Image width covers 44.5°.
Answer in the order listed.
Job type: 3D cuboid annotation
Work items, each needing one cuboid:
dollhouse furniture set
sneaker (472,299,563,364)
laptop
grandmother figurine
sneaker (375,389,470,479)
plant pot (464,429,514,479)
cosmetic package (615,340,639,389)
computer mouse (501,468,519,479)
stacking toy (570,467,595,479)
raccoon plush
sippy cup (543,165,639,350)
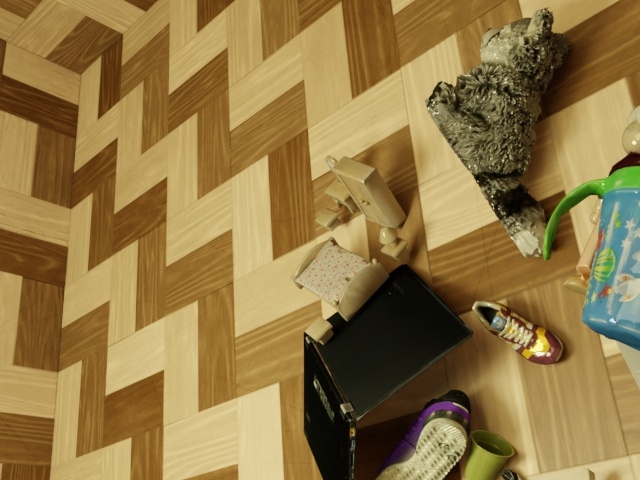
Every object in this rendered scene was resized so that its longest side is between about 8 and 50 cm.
[{"bbox_3d":[0.000,0.000,1.732,0.355,0.174,0.303,-47,38,-13],"label":"dollhouse furniture set"},{"bbox_3d":[0.358,0.169,1.442,0.185,0.084,0.070,32,99,49],"label":"sneaker"},{"bbox_3d":[0.116,0.307,1.605,0.382,0.236,0.408,-126,35,-68],"label":"laptop"},{"bbox_3d":[0.522,-0.074,1.325,0.208,0.104,0.342,-5,62,66],"label":"grandmother figurine"},{"bbox_3d":[0.210,0.391,1.513,0.293,0.102,0.146,-58,2,41],"label":"sneaker"},{"bbox_3d":[0.300,0.402,1.426,0.083,0.083,0.079,37,116,48],"label":"plant pot"},{"bbox_3d":[0.540,0.186,1.206,0.107,0.127,0.238,-36,52,31],"label":"cosmetic package"},{"bbox_3d":[0.313,0.512,1.390,0.193,0.042,0.106,-54,47,9],"label":"computer mouse"},{"bbox_3d":[0.410,0.550,1.243,0.309,0.130,0.279,-40,32,21],"label":"stacking toy"},{"bbox_3d":[0.417,-0.224,1.525,0.299,0.216,0.446,-34,80,17],"label":"raccoon plush"},{"bbox_3d":[0.484,0.044,1.099,0.305,0.240,0.224,13,77,59],"label":"sippy cup"}]
